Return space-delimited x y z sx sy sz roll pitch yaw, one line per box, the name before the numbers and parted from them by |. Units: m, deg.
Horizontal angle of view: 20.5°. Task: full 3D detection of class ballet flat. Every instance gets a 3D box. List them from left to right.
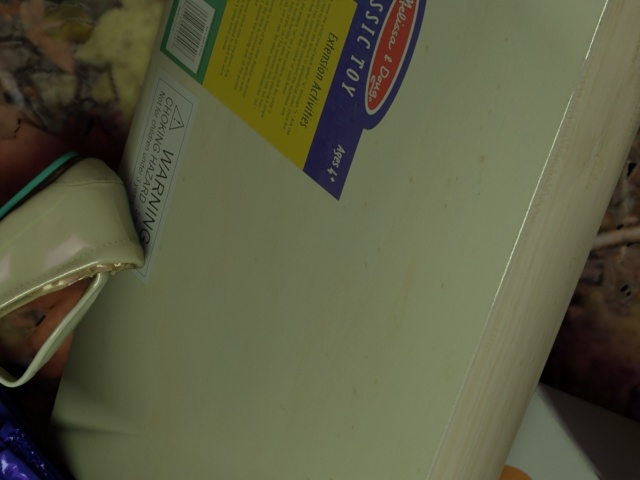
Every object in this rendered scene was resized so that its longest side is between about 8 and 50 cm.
ballet flat | -0.193 0.054 0.899 0.248 0.086 0.086 -36 107 7

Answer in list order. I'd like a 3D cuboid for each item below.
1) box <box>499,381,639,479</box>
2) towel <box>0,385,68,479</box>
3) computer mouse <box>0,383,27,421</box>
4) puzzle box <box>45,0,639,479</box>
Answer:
box | 0.075 0.273 0.922 0.345 0.215 0.168 -43 149 15
towel | -0.240 0.247 0.953 0.308 0.076 0.228 -34 101 0
computer mouse | -0.301 0.065 0.969 0.262 0.060 0.184 -3 114 3
puzzle box | 0.000 0.000 0.830 0.052 0.272 0.409 -2 121 -39
